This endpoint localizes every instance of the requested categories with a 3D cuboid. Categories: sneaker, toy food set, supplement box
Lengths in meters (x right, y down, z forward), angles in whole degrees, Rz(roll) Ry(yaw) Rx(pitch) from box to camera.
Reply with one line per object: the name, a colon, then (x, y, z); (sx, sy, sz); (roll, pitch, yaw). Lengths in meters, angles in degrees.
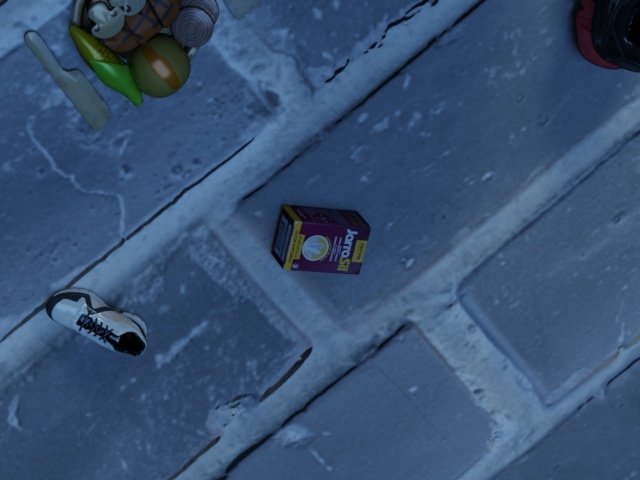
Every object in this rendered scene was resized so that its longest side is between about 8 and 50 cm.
sneaker: (-0.210, 0.079, 1.456); (0.109, 0.044, 0.040); (22, 107, -27)
toy food set: (-0.154, -0.189, 1.347); (0.192, 0.038, 0.132); (-38, 122, 0)
sneaker: (0.314, -0.281, 1.430); (0.097, 0.135, 0.276); (-3, 115, -18)
supplement box: (0.000, 0.000, 1.499); (0.083, 0.043, 0.055); (4, 113, -23)
